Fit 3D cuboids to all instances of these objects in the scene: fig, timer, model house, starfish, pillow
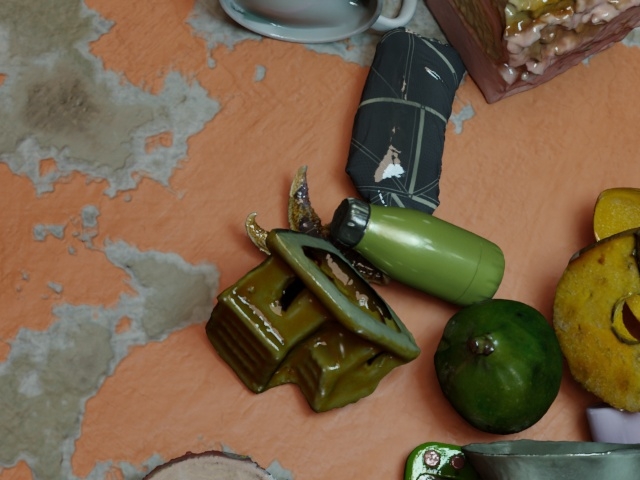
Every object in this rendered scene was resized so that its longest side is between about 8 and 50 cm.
[{"bbox_3d":[0.254,0.172,1.542,0.195,0.245,0.195,-2,73,6],"label":"fig"},{"bbox_3d":[0.186,0.360,1.572,0.140,0.047,0.128,10,70,-3],"label":"timer"},{"bbox_3d":[-0.030,0.137,1.554,0.239,0.173,0.268,-42,88,17],"label":"model house"},{"bbox_3d":[-0.001,0.001,1.659,0.238,0.071,0.216,8,66,-17],"label":"starfish"},{"bbox_3d":[0.134,-0.177,1.716,0.161,0.092,0.335,15,72,-6],"label":"pillow"}]

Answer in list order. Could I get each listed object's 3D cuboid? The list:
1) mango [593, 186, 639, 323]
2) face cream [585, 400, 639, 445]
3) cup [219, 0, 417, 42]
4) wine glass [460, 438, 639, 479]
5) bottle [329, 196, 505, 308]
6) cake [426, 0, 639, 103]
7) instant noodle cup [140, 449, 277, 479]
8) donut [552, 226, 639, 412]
[{"bbox_3d":[0.547,0.055,1.641,0.201,0.199,0.350,-44,75,1],"label":"mango"},{"bbox_3d":[0.466,0.367,1.589,0.154,0.096,0.273,-13,87,-13],"label":"face cream"},{"bbox_3d":[0.021,-0.480,1.741,0.357,0.259,0.274,18,67,-34],"label":"cup"},{"bbox_3d":[0.324,0.468,1.430,0.267,0.267,0.406,0,80,-7],"label":"wine glass"},{"bbox_3d":[0.140,0.012,1.611,0.260,0.112,0.112,22,70,-18],"label":"bottle"},{"bbox_3d":[0.349,-0.412,1.709,0.314,0.307,0.293,-24,80,-15],"label":"cake"},{"bbox_3d":[-0.153,0.428,1.486,0.274,0.091,0.274,2,71,-6],"label":"instant noodle cup"},{"bbox_3d":[0.419,0.109,1.581,0.101,0.152,0.259,-6,94,-49],"label":"donut"}]
